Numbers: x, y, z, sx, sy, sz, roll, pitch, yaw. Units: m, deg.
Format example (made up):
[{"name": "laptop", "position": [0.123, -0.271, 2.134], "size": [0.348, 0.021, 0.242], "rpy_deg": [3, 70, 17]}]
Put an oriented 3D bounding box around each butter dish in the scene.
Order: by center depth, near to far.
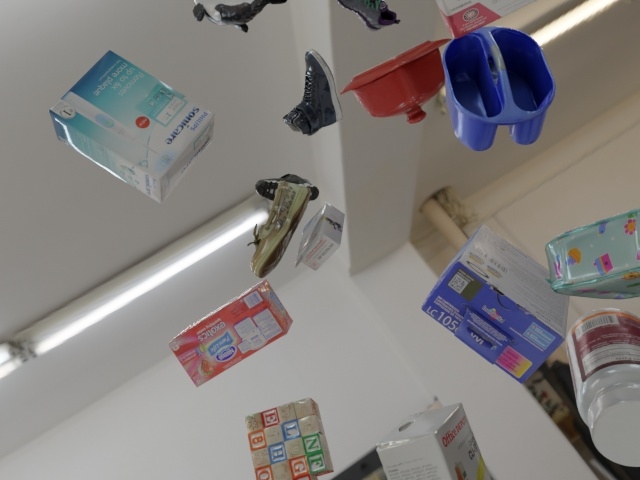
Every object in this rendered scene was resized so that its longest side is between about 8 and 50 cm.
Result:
[{"name": "butter dish", "position": [0.143, -0.255, 1.127], "size": [0.160, 0.118, 0.160], "rpy_deg": [-34, 15, -38]}]

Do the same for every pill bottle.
[{"name": "pill bottle", "position": [0.747, 0.354, 1.653], "size": [0.224, 0.224, 0.392], "rpy_deg": [-47, 7, 27]}]

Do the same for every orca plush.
[{"name": "orca plush", "position": [-0.172, -0.507, 1.447], "size": [0.102, 0.287, 0.151], "rpy_deg": [46, -114, -44]}]

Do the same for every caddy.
[{"name": "caddy", "position": [0.426, -0.382, 1.614], "size": [0.242, 0.341, 0.179], "rpy_deg": [-8, -35, 4]}]

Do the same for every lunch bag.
[{"name": "lunch bag", "position": [0.539, 0.028, 1.097], "size": [0.224, 0.107, 0.279], "rpy_deg": [8, -17, -25]}]

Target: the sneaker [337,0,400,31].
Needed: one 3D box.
[{"name": "sneaker", "position": [0.125, -0.652, 1.797], "size": [0.224, 0.098, 0.083], "rpy_deg": [24, -103, -45]}]

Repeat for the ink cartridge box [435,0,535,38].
[{"name": "ink cartridge box", "position": [0.303, -0.572, 1.299], "size": [0.207, 0.117, 0.283], "rpy_deg": [-23, -39, 13]}]

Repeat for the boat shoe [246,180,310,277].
[{"name": "boat shoe", "position": [-0.113, -0.030, 1.626], "size": [0.104, 0.089, 0.285], "rpy_deg": [106, -171, -51]}]

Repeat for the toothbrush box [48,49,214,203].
[{"name": "toothbrush box", "position": [-0.425, -0.260, 1.526], "size": [0.216, 0.296, 0.126], "rpy_deg": [-56, -3, -25]}]

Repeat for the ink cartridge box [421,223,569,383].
[{"name": "ink cartridge box", "position": [0.394, 0.135, 1.474], "size": [0.151, 0.270, 0.395], "rpy_deg": [-57, -10, 23]}]

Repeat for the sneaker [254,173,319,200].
[{"name": "sneaker", "position": [-0.127, -0.190, 2.344], "size": [0.235, 0.106, 0.078], "rpy_deg": [2, -58, -25]}]

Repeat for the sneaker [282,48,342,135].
[{"name": "sneaker", "position": [-0.040, -0.401, 1.852], "size": [0.163, 0.086, 0.226], "rpy_deg": [-30, -59, -16]}]

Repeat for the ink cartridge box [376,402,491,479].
[{"name": "ink cartridge box", "position": [0.309, 0.618, 1.590], "size": [0.161, 0.384, 0.279], "rpy_deg": [-24, -8, 24]}]

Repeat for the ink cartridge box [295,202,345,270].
[{"name": "ink cartridge box", "position": [0.000, 0.000, 1.631], "size": [0.104, 0.062, 0.181], "rpy_deg": [-47, 17, 31]}]

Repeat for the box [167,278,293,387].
[{"name": "box", "position": [-0.243, 0.254, 1.837], "size": [0.300, 0.154, 0.142], "rpy_deg": [-33, 3, 9]}]

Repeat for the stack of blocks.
[{"name": "stack of blocks", "position": [-0.061, 0.542, 1.564], "size": [0.171, 0.297, 0.087], "rpy_deg": [-17, -27, 5]}]
